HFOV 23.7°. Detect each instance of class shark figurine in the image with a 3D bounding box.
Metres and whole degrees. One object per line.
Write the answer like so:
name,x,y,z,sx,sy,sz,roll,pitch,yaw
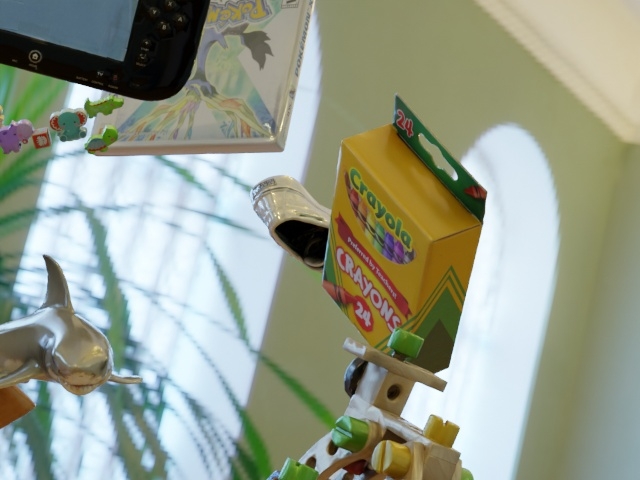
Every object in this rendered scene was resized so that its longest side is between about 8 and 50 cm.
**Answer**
shark figurine,-0.258,0.069,1.266,0.278,0.116,0.166,1,-1,30

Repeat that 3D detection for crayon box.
crayon box,0.097,0.002,1.879,0.081,0.202,0.318,-20,-40,-25

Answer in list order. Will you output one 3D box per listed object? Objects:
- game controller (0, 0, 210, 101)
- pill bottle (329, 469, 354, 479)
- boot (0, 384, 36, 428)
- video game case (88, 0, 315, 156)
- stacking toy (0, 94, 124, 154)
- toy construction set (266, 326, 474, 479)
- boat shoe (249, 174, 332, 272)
game controller,-0.276,-0.253,1.564,0.319,0.166,0.067,14,-7,-10
pill bottle,0.076,0.405,2.072,0.124,0.124,0.221,1,-48,49
boot,-0.411,0.093,1.690,0.280,0.264,0.096,54,-4,-18
video game case,-0.179,-0.269,2.307,0.329,0.300,0.036,0,-23,25
stacking toy,-0.386,-0.157,2.120,0.221,0.052,0.167,-12,25,-1
toy construction set,0.112,0.229,1.595,0.309,0.237,0.257,26,-8,-7
boat shoe,0.000,0.000,2.128,0.096,0.088,0.267,-30,-36,14
